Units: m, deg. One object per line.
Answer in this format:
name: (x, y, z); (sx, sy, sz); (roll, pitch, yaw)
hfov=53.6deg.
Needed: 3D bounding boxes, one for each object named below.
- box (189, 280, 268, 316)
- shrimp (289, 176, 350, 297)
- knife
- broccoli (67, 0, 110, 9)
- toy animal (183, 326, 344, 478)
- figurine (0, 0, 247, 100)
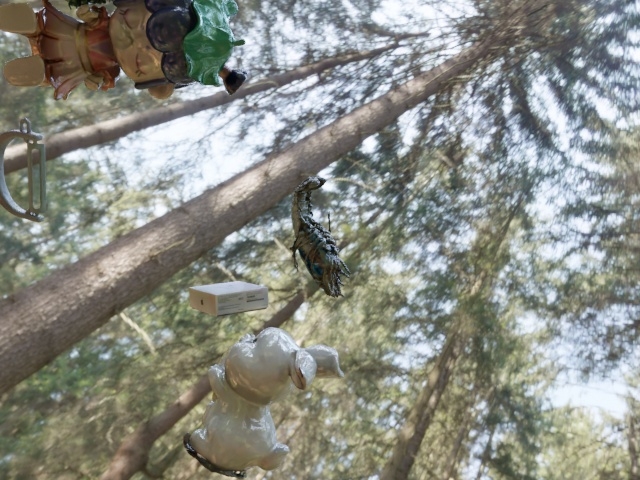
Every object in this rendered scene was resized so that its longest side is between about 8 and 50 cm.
box: (-0.204, 0.128, 1.405); (0.129, 0.130, 0.051); (6, -81, 53)
shrimp: (-0.004, 0.000, 0.886); (0.076, 0.082, 0.174); (-14, -93, 37)
knife: (-0.439, -0.121, 0.795); (0.278, 0.053, 0.123); (23, -68, 31)
broccoli: (-0.201, -0.310, 0.508); (0.194, 0.194, 0.220); (19, -94, 18)
toy animal: (-0.121, 0.297, 1.241); (0.247, 0.183, 0.310); (32, -93, 35)
figurine: (-0.163, -0.178, 0.548); (0.194, 0.102, 0.112); (-4, -75, -5)
